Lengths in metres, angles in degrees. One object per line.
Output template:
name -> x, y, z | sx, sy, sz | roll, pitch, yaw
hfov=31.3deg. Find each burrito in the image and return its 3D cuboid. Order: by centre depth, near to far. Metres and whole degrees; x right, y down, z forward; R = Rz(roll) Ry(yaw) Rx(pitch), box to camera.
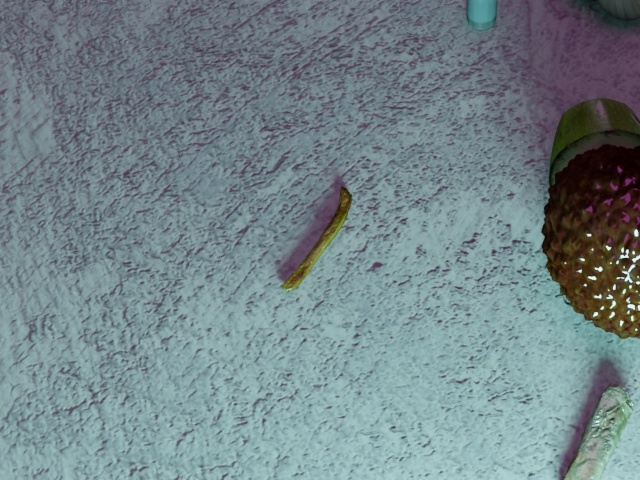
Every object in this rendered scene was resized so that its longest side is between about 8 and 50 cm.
burrito -> 0.387, 0.281, 1.593 | 0.051, 0.042, 0.171 | 28, 70, 8

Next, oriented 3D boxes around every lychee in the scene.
lychee -> 0.452, -0.012, 1.617 | 0.275, 0.276, 0.304 | 13, 81, 13

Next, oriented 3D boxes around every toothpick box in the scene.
toothpick box -> 0.275, -0.403, 1.944 | 0.052, 0.083, 0.052 | -3, 62, 5

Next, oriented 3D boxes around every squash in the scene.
squash -> 0.428, -0.138, 1.749 | 0.170, 0.170, 0.123 | -3, 50, 5

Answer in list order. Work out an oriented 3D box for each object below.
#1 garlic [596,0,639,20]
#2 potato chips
garlic -> 0.541, -0.488, 1.901 | 0.207, 0.256, 0.207 | 13, 68, -35
potato chips -> 0.000, 0.000, 1.796 | 0.037, 0.026, 0.204 | 23, 68, 21
